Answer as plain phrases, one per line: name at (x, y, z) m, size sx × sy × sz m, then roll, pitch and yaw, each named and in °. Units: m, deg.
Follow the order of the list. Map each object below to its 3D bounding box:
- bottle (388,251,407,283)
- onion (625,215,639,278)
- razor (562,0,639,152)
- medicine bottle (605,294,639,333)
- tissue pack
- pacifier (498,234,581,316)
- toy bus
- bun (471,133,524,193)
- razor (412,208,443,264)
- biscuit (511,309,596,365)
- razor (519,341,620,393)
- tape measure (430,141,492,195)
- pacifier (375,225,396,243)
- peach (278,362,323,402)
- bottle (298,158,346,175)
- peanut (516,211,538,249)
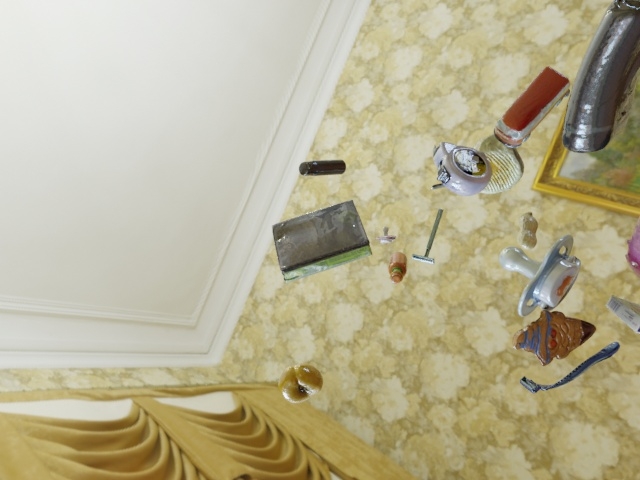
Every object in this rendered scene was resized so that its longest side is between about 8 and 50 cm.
bottle at (0.271, 0.101, 1.604) m, size 0.187 × 0.069 × 0.069 m, roll -54°, pitch -25°, yaw -67°
onion at (1.016, -0.010, 1.201) m, size 0.358 × 0.345 × 0.358 m, roll -46°, pitch -23°, yaw -26°
razor at (0.658, -0.377, 1.028) m, size 0.204 × 0.113 × 0.349 m, roll -33°, pitch -42°, yaw -27°
medicine bottle at (0.982, 0.239, 1.342) m, size 0.171 × 0.201 × 0.052 m, roll -85°, pitch 14°, yaw -70°
tissue pack at (0.000, 0.000, 1.993) m, size 0.394 × 0.288 × 0.124 m, roll -18°, pitch -43°, yaw 3°
pacifier at (0.701, 0.097, 1.497) m, size 0.244 × 0.233 × 0.300 m, roll 17°, pitch -75°, yaw -54°
toy bus at (0.690, -0.437, 1.495) m, size 0.265 × 0.121 × 0.120 m, roll -49°, pitch -18°, yaw 8°
bun at (0.675, -0.300, 1.771) m, size 0.153 × 0.243 × 0.244 m, roll -79°, pitch -20°, yaw -44°
razor at (0.408, -0.018, 1.657) m, size 0.036 × 0.084 × 0.211 m, roll 42°, pitch -112°, yaw -53°
biscuit at (0.754, 0.309, 1.463) m, size 0.043 × 0.280 × 0.183 m, roll -103°, pitch 6°, yaw -81°
razor at (0.798, 0.407, 1.432) m, size 0.324 × 0.056 × 0.093 m, roll -25°, pitch 1°, yaw 0°
tape measure at (0.470, -0.230, 1.519) m, size 0.105 × 0.196 × 0.178 m, roll 114°, pitch 169°, yaw -55°
pacifier at (0.298, -0.026, 2.052) m, size 0.081 × 0.099 × 0.078 m, roll 7°, pitch -105°, yaw -41°
peach at (-0.078, 0.561, 1.800) m, size 0.179 × 0.103 × 0.179 m, roll -6°, pitch -61°, yaw -11°
bottle at (0.008, -0.331, 2.078) m, size 0.244 × 0.082 × 0.072 m, roll -11°, pitch -100°, yaw -43°
peanut at (0.851, -0.042, 1.873) m, size 0.082 × 0.082 × 0.187 m, roll 54°, pitch -134°, yaw -50°
